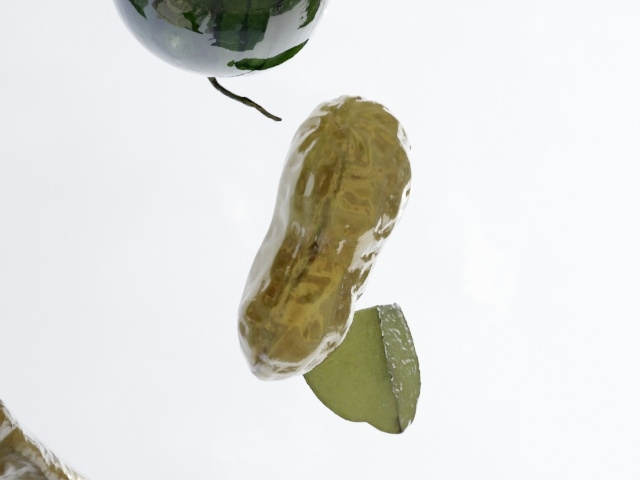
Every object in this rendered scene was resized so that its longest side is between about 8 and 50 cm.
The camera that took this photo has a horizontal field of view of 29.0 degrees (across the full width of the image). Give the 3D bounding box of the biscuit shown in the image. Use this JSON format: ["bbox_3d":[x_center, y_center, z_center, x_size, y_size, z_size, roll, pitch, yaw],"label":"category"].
[{"bbox_3d":[-0.265,0.204,0.925,0.174,0.183,0.039,-40,-131,-3],"label":"biscuit"}]

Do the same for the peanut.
[{"bbox_3d":[0.000,0.000,1.258,0.147,0.147,0.306,22,-86,-10],"label":"peanut"}]

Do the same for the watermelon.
[{"bbox_3d":[-0.100,-0.221,1.036,0.204,0.232,0.127,32,-142,9],"label":"watermelon"}]

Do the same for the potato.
[{"bbox_3d":[0.044,0.153,1.417,0.081,0.120,0.149,6,-109,-60],"label":"potato"}]
